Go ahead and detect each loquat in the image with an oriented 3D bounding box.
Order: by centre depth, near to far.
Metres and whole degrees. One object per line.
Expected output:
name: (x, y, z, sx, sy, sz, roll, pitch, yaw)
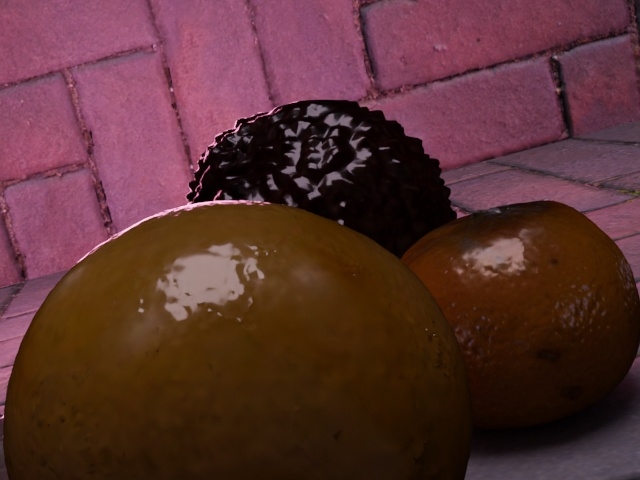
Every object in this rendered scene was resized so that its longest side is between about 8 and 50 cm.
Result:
loquat: (-0.048, 0.103, 0.574, 0.263, 0.263, 0.263, -13, 9, 2)

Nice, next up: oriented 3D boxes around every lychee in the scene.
lychee: (0.000, 0.000, 1.051, 0.306, 0.306, 0.330, -6, -16, 39)

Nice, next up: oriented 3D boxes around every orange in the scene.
orange: (0.149, 0.056, 0.825, 0.224, 0.170, 0.224, -12, 9, 2)

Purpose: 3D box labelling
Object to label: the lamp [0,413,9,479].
lamp: (-0.335, 0.215, 0.780, 0.179, 0.108, 0.246, 1, 15, 42)
